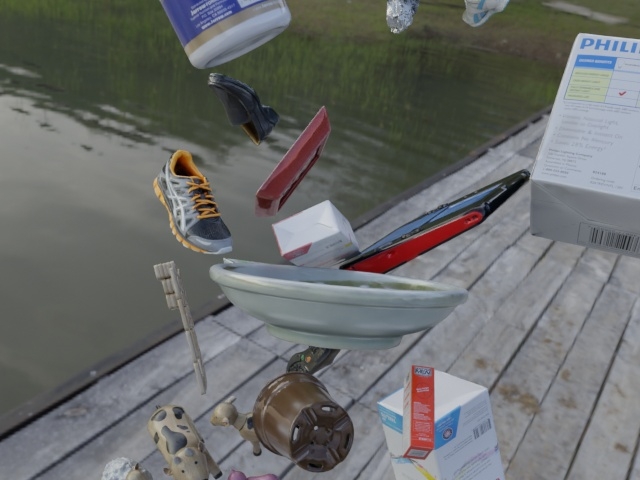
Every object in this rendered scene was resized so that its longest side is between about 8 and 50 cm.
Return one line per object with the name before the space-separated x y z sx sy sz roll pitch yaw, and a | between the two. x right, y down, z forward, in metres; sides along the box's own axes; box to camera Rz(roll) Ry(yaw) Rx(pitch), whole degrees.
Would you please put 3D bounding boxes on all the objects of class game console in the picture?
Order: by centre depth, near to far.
game console | 0.239 -0.034 1.326 0.060 0.342 0.386 59 35 1

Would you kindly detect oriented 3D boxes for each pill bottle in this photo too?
pill bottle | -0.159 -0.378 0.847 0.153 0.265 0.153 -25 10 5

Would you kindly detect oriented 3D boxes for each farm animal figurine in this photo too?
farm animal figurine | -0.232 0.415 1.252 0.326 0.172 0.330 20 51 38

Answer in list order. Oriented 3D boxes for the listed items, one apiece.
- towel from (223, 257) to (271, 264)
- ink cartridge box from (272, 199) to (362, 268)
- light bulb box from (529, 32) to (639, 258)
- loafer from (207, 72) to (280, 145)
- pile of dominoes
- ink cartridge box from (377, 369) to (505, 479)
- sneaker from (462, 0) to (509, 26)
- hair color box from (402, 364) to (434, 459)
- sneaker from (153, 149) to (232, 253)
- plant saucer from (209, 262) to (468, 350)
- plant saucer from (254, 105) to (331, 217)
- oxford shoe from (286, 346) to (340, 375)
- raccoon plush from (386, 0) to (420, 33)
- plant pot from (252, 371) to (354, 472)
towel | -0.187 0.076 1.787 0.151 0.023 0.113 9 5 -26
ink cartridge box | 0.000 0.000 1.209 0.115 0.198 0.067 -23 71 10
light bulb box | 0.629 -0.175 1.248 0.357 0.225 0.361 15 68 24
loafer | -0.131 -0.218 1.071 0.062 0.061 0.170 18 -9 38
pile of dominoes | -0.266 0.167 1.229 0.040 0.251 0.196 -14 -5 -10
ink cartridge box | 0.296 0.497 1.571 0.198 0.270 0.197 -22 16 -30
sneaker | 0.410 -0.617 1.636 0.092 0.088 0.228 27 -2 -9
hair color box | 0.168 0.294 1.098 0.043 0.072 0.141 7 56 -2
sneaker | -0.207 -0.062 1.054 0.084 0.083 0.215 -10 51 -45
plant saucer | 0.024 0.102 1.004 0.399 0.101 0.400 6 1 0
plant saucer | -0.062 -0.168 1.529 0.047 0.259 0.258 35 -11 0
oxford shoe | -0.015 0.334 1.760 0.096 0.227 0.083 8 52 -39
raccoon plush | 0.343 -0.717 1.677 0.298 0.447 0.216 2 -15 14
plant pot | -0.026 0.343 1.190 0.166 0.167 0.165 -2 1 -20
